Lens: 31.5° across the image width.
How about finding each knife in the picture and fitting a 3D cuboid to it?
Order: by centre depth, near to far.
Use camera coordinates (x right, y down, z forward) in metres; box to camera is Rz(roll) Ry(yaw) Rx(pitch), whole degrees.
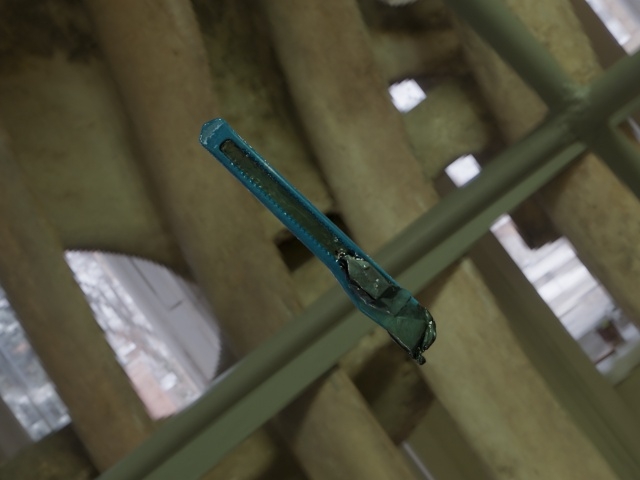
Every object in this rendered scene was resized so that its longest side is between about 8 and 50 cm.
[{"bbox_3d":[0.000,0.000,1.029,0.044,0.296,0.026,-46,6,7],"label":"knife"}]
